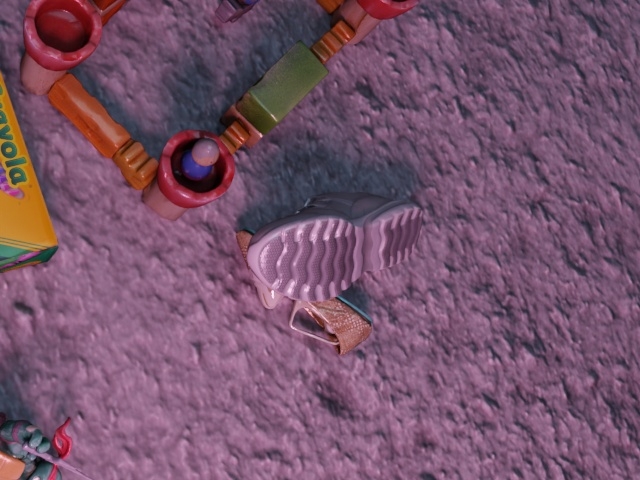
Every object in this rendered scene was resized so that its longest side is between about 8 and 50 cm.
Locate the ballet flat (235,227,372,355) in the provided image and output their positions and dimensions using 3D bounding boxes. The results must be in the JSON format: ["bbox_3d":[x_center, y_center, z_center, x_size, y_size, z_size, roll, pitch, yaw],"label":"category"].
[{"bbox_3d":[-0.030,0.068,1.496,0.206,0.073,0.067,37,79,-6],"label":"ballet flat"}]

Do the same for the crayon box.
[{"bbox_3d":[-0.414,-0.091,1.364,0.165,0.081,0.279,-17,83,-26],"label":"crayon box"}]

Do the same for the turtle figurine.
[{"bbox_3d":[-0.353,0.232,1.288,0.234,0.118,0.175,27,108,-13],"label":"turtle figurine"}]

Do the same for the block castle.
[{"bbox_3d":[-0.112,-0.271,1.471,0.303,0.213,0.453,46,64,-5],"label":"block castle"}]

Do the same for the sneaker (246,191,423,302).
[{"bbox_3d":[0.000,0.000,1.475,0.281,0.115,0.105,-10,117,-51],"label":"sneaker"}]
